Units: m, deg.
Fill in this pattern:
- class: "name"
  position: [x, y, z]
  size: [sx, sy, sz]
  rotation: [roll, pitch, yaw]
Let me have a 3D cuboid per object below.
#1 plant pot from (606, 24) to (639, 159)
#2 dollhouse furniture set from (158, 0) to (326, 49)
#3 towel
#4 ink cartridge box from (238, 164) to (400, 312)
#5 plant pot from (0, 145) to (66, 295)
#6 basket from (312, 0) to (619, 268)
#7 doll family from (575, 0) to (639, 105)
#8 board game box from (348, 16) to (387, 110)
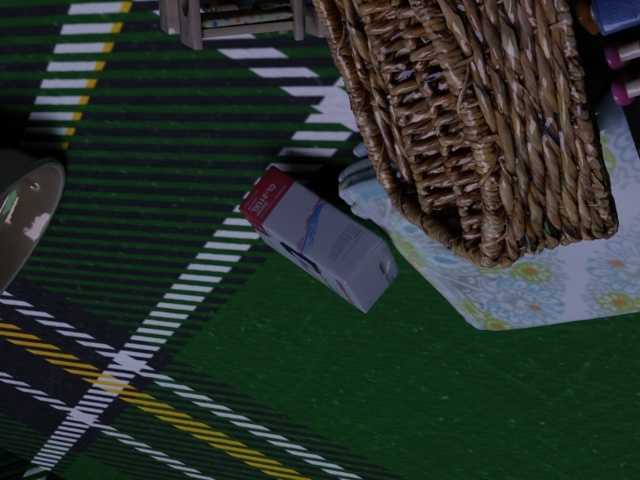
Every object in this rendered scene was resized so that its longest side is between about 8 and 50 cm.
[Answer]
- class: "plant pot"
  position: [0.334, -0.153, 0.890]
  size: [0.188, 0.167, 0.187]
  rotation: [0, 140, 33]
- class: "dollhouse furniture set"
  position: [-0.064, -0.264, 1.084]
  size: [0.181, 0.161, 0.101]
  rotation: [-9, 111, -19]
- class: "towel"
  position: [0.243, -0.027, 1.201]
  size: [0.374, 0.090, 0.320]
  rotation: [-13, 136, 42]
- class: "ink cartridge box"
  position: [0.000, 0.000, 1.310]
  size: [0.175, 0.072, 0.127]
  rotation: [35, 171, 24]
- class: "plant pot"
  position: [-0.577, -0.057, 1.471]
  size: [0.305, 0.334, 0.334]
  rotation: [35, 147, 2]
- class: "basket"
  position: [0.109, -0.124, 0.887]
  size: [0.223, 0.213, 0.299]
  rotation: [-12, 123, 15]
- class: "doll family"
  position: [0.256, -0.221, 0.750]
  size: [0.163, 0.263, 0.118]
  rotation: [-14, 170, 38]
- class: "board game box"
  position: [0.088, -0.216, 0.998]
  size: [0.146, 0.045, 0.194]
  rotation: [-3, 133, 10]
